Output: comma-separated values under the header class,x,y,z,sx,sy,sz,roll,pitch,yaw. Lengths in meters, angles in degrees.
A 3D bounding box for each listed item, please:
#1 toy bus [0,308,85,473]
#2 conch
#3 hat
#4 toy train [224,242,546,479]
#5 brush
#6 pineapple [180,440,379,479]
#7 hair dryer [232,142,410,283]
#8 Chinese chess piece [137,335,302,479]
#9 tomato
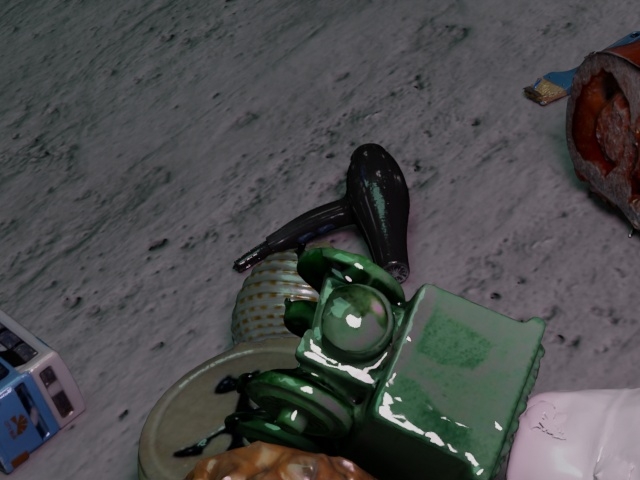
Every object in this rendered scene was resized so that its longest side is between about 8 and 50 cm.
class,x,y,z,sx,sy,sz,roll,pitch,yaw
toy bus,-0.388,0.136,1.563,0.131,0.106,0.297,-36,37,-22
conch,-0.035,0.064,1.461,0.153,0.102,0.135,-44,24,-27
hat,0.211,0.178,1.064,0.126,0.203,0.203,7,44,29
toy train,0.042,0.117,1.099,0.201,0.266,0.145,24,67,2
brush,0.318,-0.208,1.700,0.164,0.014,0.051,-31,36,-13
pineapple,-0.038,0.341,1.004,0.222,0.223,0.357,-7,56,23
hair dryer,0.000,0.000,1.575,0.219,0.075,0.196,-25,41,16
Chinese chess piece,-0.055,0.187,1.304,0.237,0.092,0.238,-16,33,11
tomato,0.363,-0.109,1.425,0.155,0.181,0.214,-13,38,-17
